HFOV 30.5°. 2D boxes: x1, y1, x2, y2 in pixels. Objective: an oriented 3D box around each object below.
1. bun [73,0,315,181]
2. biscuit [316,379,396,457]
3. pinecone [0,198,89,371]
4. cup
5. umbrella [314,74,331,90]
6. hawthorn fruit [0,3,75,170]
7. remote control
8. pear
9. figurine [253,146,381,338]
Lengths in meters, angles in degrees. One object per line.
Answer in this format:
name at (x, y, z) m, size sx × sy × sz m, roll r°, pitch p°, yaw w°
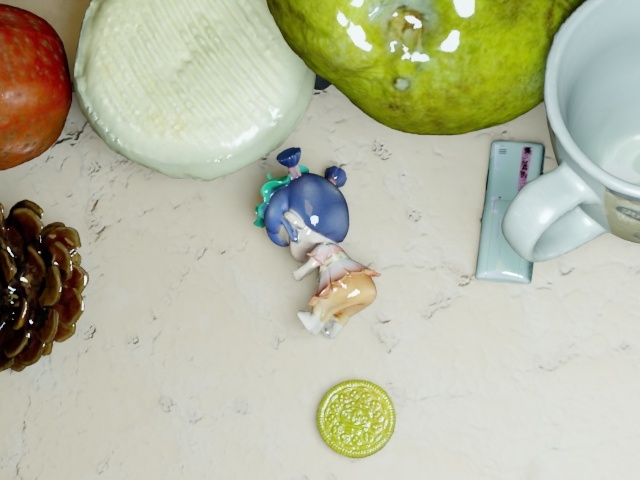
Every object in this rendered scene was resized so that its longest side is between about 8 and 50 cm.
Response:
bun at (-0.140, -0.192, 1.346) m, size 0.287 × 0.146 × 0.287 m, roll -3°, pitch 72°, yaw 8°
biscuit at (0.038, 0.188, 1.236) m, size 0.084 × 0.023 × 0.084 m, roll -3°, pitch 71°, yaw 9°
pinecone at (-0.362, 0.048, 1.277) m, size 0.207 × 0.208 × 0.208 m, roll -4°, pitch 69°, yaw 10°
cup at (0.306, -0.072, 1.154) m, size 0.301 × 0.257 × 0.227 m, roll -39°, pitch 65°, yaw -6°
umbrella at (-0.034, -0.293, 1.411) m, size 0.052 × 0.053 × 0.250 m, roll -22°, pitch 67°, yaw 2°
hawthorn fruit at (-0.384, -0.176, 1.361) m, size 0.215 × 0.249 × 0.215 m, roll -2°, pitch 87°, yaw 42°
remote control at (0.210, -0.033, 1.281) m, size 0.065 × 0.029 × 0.166 m, roll 5°, pitch 71°, yaw 14°
pear at (0.118, -0.286, 1.208) m, size 0.351 × 0.352 × 0.413 m, roll 5°, pitch 31°, yaw 13°
figurine at (0.000, 0.000, 1.281) m, size 0.102 × 0.111 × 0.195 m, roll -34°, pitch 70°, yaw 16°
